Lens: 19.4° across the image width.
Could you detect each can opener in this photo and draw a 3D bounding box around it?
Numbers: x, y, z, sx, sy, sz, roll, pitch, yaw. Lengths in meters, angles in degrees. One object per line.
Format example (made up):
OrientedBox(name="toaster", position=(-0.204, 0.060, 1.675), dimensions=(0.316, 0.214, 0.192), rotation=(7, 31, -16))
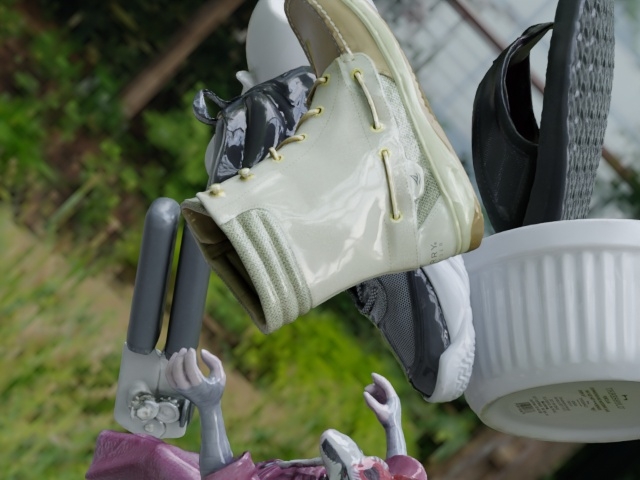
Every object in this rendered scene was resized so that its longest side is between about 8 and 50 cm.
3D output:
OrientedBox(name="can opener", position=(-0.147, 0.076, 1.787), dimensions=(0.074, 0.280, 0.093), rotation=(13, 37, 3))

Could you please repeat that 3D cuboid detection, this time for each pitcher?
OrientedBox(name="pitcher", position=(-0.027, -0.140, 1.724), dimensions=(0.125, 0.178, 0.207), rotation=(55, -21, 36))

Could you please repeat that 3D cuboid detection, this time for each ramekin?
OrientedBox(name="ramekin", position=(0.192, 0.071, 1.327), dimensions=(0.207, 0.207, 0.109), rotation=(38, 48, -59))

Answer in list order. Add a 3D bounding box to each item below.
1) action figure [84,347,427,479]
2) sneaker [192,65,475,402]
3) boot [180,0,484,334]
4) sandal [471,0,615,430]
OrientedBox(name="action figure", position=(-0.050, 0.232, 1.489), dimensions=(0.248, 0.275, 0.370), rotation=(10, -11, -31))
OrientedBox(name="sneaker", position=(0.000, 0.000, 1.294), dimensions=(0.101, 0.153, 0.268), rotation=(118, -45, -63))
OrientedBox(name="boot", position=(-0.015, -0.058, 1.174), dimensions=(0.213, 0.165, 0.077), rotation=(62, -16, 18))
OrientedBox(name="sandal", position=(0.179, -0.055, 1.650), dimensions=(0.107, 0.445, 0.167), rotation=(10, -5, 18))
